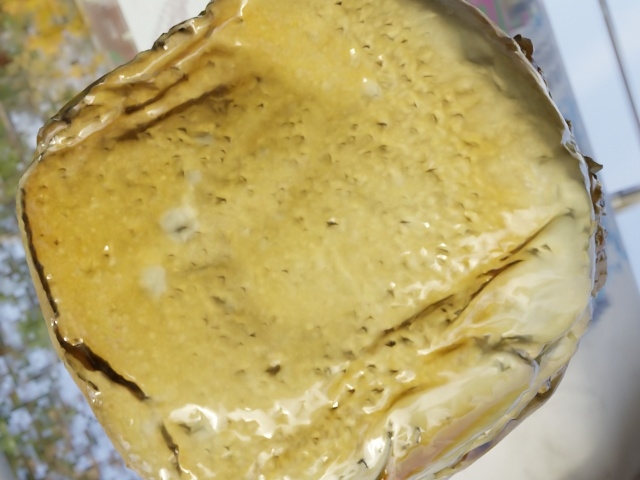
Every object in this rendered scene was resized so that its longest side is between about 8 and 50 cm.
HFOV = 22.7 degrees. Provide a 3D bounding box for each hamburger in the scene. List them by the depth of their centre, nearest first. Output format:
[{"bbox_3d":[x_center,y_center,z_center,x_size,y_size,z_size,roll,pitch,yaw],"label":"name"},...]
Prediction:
[{"bbox_3d":[0.001,0.001,0.584,0.214,0.213,0.108,-19,170,8],"label":"hamburger"}]
